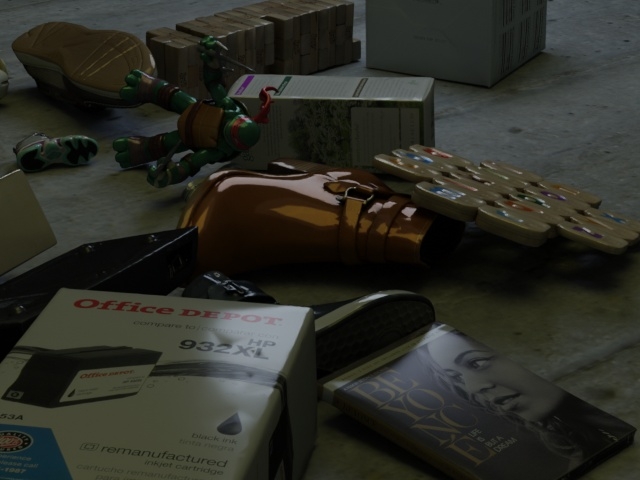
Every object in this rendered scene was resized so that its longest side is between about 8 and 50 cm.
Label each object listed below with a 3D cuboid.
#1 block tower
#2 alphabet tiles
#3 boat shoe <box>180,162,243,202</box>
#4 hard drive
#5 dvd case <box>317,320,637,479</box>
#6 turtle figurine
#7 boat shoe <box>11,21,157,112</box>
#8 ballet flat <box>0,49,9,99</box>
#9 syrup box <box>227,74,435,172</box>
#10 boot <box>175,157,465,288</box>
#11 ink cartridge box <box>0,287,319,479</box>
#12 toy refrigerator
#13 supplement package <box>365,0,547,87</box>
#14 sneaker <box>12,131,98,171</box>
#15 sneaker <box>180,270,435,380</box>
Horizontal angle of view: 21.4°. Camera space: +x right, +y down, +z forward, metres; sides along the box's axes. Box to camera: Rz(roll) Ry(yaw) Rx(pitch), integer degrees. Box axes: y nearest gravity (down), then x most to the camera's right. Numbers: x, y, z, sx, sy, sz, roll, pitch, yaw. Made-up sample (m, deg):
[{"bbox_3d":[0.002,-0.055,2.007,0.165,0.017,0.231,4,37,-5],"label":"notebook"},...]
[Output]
[{"bbox_3d":[-0.092,-0.264,2.307,0.335,0.097,0.091,-20,31,-41],"label":"block tower"},{"bbox_3d":[0.202,-0.042,1.788,0.278,0.021,0.284,21,16,18],"label":"alphabet tiles"},{"bbox_3d":[-0.114,-0.058,1.909,0.035,0.035,0.100,41,34,17],"label":"boat shoe"},{"bbox_3d":[-0.237,0.055,1.550,0.172,0.054,0.255,-9,14,35],"label":"hard drive"},{"bbox_3d":[0.129,0.143,1.427,0.221,0.018,0.164,28,35,36],"label":"dvd case"},{"bbox_3d":[-0.143,-0.131,1.921,0.118,0.175,0.234,30,-14,-38],"label":"turtle figurine"},{"bbox_3d":[-0.293,-0.212,2.181,0.103,0.092,0.285,-42,39,-25],"label":"boat shoe"},{"bbox_3d":[-0.446,-0.220,2.220,0.077,0.091,0.241,17,22,-20],"label":"ballet flat"},{"bbox_3d":[0.013,-0.138,2.003,0.237,0.093,0.096,2,23,11],"label":"syrup box"},{"bbox_3d":[0.000,0.000,1.709,0.220,0.109,0.283,17,21,26],"label":"boot"},{"bbox_3d":[-0.138,0.159,1.275,0.223,0.129,0.307,4,23,10],"label":"ink cartridge box"},{"bbox_3d":[-0.366,0.025,1.580,0.102,0.094,0.269,-22,8,27],"label":"toy refrigerator"},{"bbox_3d":[0.194,-0.325,2.381,0.194,0.149,0.203,13,27,27],"label":"supplement package"},{"bbox_3d":[-0.319,-0.114,2.022,0.098,0.038,0.069,-8,25,-20],"label":"sneaker"},{"bbox_3d":[-0.023,0.072,1.536,0.226,0.086,0.163,-14,27,-33],"label":"sneaker"}]
